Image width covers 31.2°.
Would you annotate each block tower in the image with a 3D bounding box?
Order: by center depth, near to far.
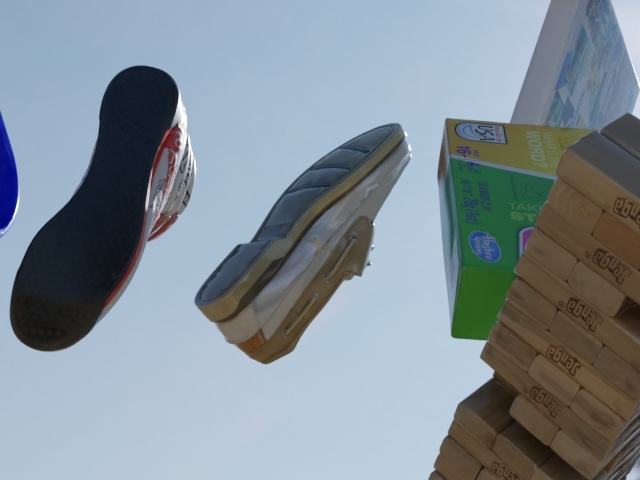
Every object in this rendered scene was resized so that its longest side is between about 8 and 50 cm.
[{"bbox_3d":[0.143,0.088,0.655,0.097,0.091,0.335,41,-42,25],"label":"block tower"}]

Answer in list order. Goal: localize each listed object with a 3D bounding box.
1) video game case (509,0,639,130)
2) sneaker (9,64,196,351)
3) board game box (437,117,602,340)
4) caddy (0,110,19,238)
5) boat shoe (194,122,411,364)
[{"bbox_3d":[0.268,-0.095,1.254,0.036,0.329,0.300,14,-14,29],"label":"video game case"},{"bbox_3d":[-0.179,-0.007,1.012,0.090,0.270,0.145,14,-23,8],"label":"sneaker"},{"bbox_3d":[0.257,-0.005,0.911,0.316,0.242,0.064,4,-57,-1],"label":"board game box"},{"bbox_3d":[-0.382,-0.136,0.997,0.179,0.341,0.241,-24,-16,13],"label":"caddy"},{"bbox_3d":[0.000,0.000,1.220,0.103,0.302,0.113,52,-20,-21],"label":"boat shoe"}]
